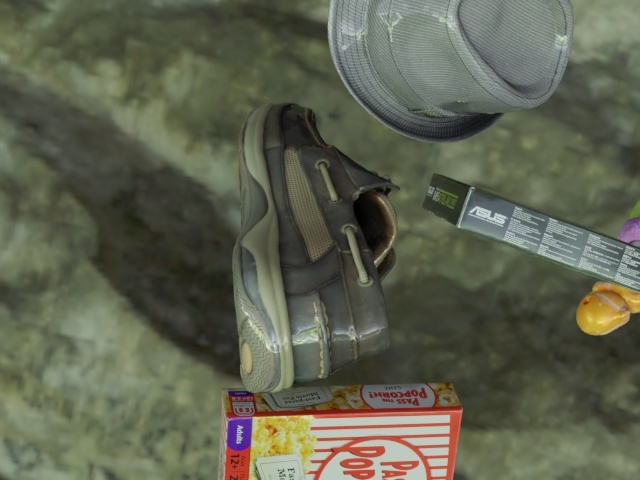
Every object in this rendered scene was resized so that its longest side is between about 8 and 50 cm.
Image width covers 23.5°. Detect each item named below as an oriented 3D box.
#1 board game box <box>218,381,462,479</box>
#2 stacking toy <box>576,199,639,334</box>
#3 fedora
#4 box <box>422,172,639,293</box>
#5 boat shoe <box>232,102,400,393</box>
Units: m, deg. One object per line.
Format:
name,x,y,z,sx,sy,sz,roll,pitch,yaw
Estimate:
board game box,0.012,0.191,1.275,0.193,0.147,0.045,-1,-151,-10
stacking toy,0.369,-0.003,1.577,0.302,0.166,0.175,-43,-159,-20
fedora,0.152,-0.212,1.524,0.275,0.244,0.124,27,175,-41
box,0.200,-0.008,1.426,0.190,0.045,0.184,20,-178,-7
boat shoe,0.000,0.000,1.242,0.130,0.132,0.355,-2,-146,0
